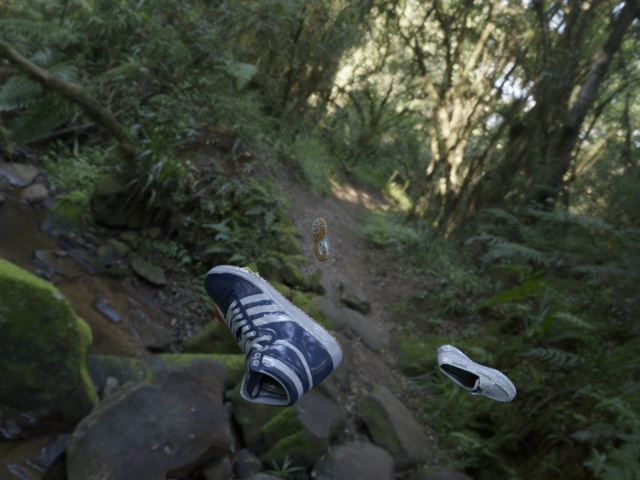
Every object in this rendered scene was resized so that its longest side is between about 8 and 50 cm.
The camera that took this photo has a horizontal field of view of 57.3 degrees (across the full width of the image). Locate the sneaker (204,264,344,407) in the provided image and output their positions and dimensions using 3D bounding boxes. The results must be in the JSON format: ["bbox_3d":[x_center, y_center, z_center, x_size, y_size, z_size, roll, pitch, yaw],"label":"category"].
[{"bbox_3d":[-0.115,0.154,0.953,0.282,0.099,0.153,32,44,18],"label":"sneaker"}]

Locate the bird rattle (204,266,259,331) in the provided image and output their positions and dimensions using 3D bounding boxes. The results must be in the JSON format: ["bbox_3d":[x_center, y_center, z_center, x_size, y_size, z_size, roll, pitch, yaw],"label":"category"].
[{"bbox_3d":[-0.195,0.177,1.341,0.207,0.143,0.253,54,12,-53],"label":"bird rattle"}]

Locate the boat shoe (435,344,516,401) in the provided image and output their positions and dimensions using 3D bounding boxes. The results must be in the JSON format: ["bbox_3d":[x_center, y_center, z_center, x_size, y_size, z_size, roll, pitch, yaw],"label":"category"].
[{"bbox_3d":[0.381,0.350,1.454,0.226,0.083,0.075,29,32,0],"label":"boat shoe"}]

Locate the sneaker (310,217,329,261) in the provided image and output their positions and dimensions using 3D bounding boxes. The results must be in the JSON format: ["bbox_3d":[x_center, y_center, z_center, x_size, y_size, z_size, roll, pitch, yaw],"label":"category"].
[{"bbox_3d":[0.000,0.000,1.122,0.032,0.083,0.037,-4,-9,10],"label":"sneaker"}]
